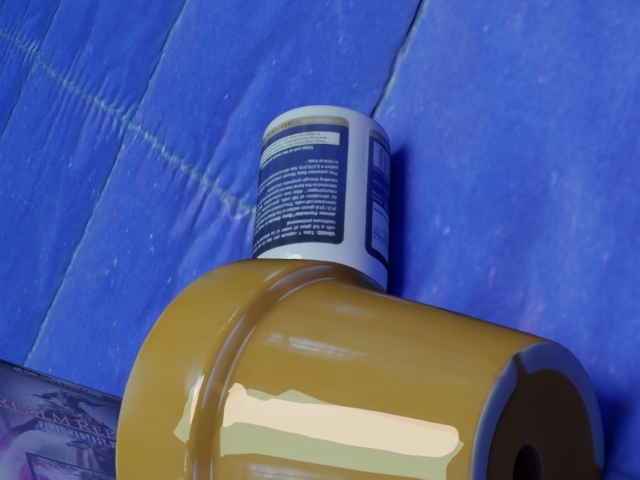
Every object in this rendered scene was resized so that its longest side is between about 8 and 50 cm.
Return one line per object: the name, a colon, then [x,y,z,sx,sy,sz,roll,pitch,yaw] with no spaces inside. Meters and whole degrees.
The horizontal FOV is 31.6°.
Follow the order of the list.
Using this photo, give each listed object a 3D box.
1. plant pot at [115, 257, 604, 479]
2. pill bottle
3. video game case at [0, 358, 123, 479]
plant pot: [0.033,0.110,0.583,0.188,0.205,0.205,-2,69,40]
pill bottle: [0.000,0.000,0.779,0.094,0.094,0.169,-31,47,46]
video game case: [-0.170,0.174,0.835,0.026,0.196,0.274,-60,32,9]
